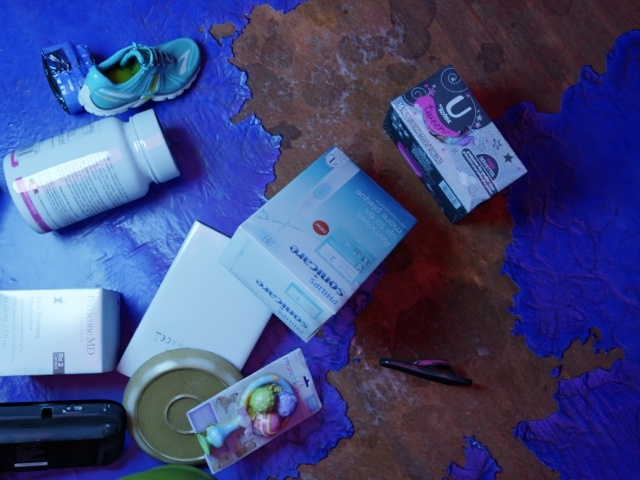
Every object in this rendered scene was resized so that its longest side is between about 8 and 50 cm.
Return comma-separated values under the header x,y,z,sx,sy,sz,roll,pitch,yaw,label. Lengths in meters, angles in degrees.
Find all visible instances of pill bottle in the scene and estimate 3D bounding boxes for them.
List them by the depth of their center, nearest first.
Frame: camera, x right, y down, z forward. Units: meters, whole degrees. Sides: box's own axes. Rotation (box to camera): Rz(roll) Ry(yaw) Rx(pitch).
x,y,z,sx,sy,sz,roll,pitch,yaw,label
-0.416,-0.132,1.413,0.283,0.160,0.160,-21,83,-5,pill bottle

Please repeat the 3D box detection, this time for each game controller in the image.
x,y,z,sx,sy,sz,roll,pitch,yaw,label
-0.502,0.342,1.328,0.320,0.166,0.067,2,46,-17,game controller

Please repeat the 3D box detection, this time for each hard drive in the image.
x,y,z,sx,sy,sz,roll,pitch,yaw,label
-0.209,0.143,1.394,0.203,0.040,0.307,28,94,-11,hard drive

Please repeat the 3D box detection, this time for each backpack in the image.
x,y,z,sx,sy,sz,roll,pitch,yaw,label
-0.472,-0.311,1.468,0.101,0.098,0.120,-21,83,-9,backpack

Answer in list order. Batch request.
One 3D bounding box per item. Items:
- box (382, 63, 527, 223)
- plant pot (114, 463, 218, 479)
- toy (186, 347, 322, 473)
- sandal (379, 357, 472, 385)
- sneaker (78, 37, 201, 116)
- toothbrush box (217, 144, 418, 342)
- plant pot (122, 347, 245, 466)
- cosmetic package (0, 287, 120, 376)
x,y,z,sx,sy,sz,roll,pitch,yaw,label
0.249,-0.178,1.444,0.142,0.163,0.247,-35,85,-5,box
-0.265,0.522,1.222,0.367,0.353,0.366,0,89,-1,plant pot
-0.105,0.310,1.362,0.237,0.056,0.136,-26,111,-20,toy
0.201,0.237,1.436,0.179,0.067,0.040,15,70,3,sandal
-0.326,-0.320,1.436,0.107,0.110,0.275,46,52,8,sneaker
0.000,0.000,1.362,0.216,0.126,0.295,43,51,4,toothbrush box
-0.241,0.309,1.381,0.237,0.032,0.236,-1,103,-5,plant pot
-0.465,0.164,1.374,0.184,0.151,0.151,-2,83,-3,cosmetic package
